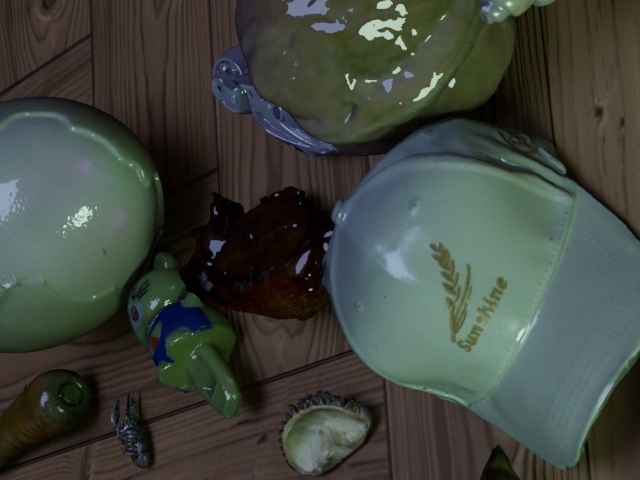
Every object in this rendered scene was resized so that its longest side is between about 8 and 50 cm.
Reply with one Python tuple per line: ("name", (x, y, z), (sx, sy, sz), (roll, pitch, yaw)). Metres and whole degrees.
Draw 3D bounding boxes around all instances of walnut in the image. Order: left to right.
("walnut", (0.053, -0.199, 1.638), (0.248, 0.248, 0.248), (-14, 72, 51))

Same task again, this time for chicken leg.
("chicken leg", (0.000, 0.000, 1.806), (0.407, 0.096, 0.158), (-21, 48, 47))

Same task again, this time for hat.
("hat", (0.133, 0.058, 1.549), (0.301, 0.168, 0.258), (45, 119, 47))

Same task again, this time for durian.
("durian", (-0.001, 0.181, 1.795), (0.130, 0.052, 0.066), (-42, 54, 39))

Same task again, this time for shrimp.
("shrimp", (-0.213, 0.210, 2.075), (0.029, 0.038, 0.092), (-43, 52, 38))

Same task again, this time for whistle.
("whistle", (-0.142, 0.106, 1.966), (0.227, 0.085, 0.105), (53, 133, 43))

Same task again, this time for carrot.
("carrot", (-0.366, 0.233, 2.254), (0.298, 0.078, 0.078), (-38, 54, 47))

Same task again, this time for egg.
("egg", (-0.317, -0.022, 2.056), (0.336, 0.278, 0.278), (-35, 56, 50))

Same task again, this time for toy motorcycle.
("toy motorcycle", (-0.020, -0.137, 1.861), (0.254, 0.112, 0.112), (15, 95, 51))

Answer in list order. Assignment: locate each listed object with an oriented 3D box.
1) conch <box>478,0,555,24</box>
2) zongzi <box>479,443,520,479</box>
("conch", (0.222, -0.294, 1.517), (0.183, 0.148, 0.275), (37, 110, 54))
("zongzi", (0.110, 0.442, 1.521), (0.432, 0.208, 0.403), (-98, 26, -49))
